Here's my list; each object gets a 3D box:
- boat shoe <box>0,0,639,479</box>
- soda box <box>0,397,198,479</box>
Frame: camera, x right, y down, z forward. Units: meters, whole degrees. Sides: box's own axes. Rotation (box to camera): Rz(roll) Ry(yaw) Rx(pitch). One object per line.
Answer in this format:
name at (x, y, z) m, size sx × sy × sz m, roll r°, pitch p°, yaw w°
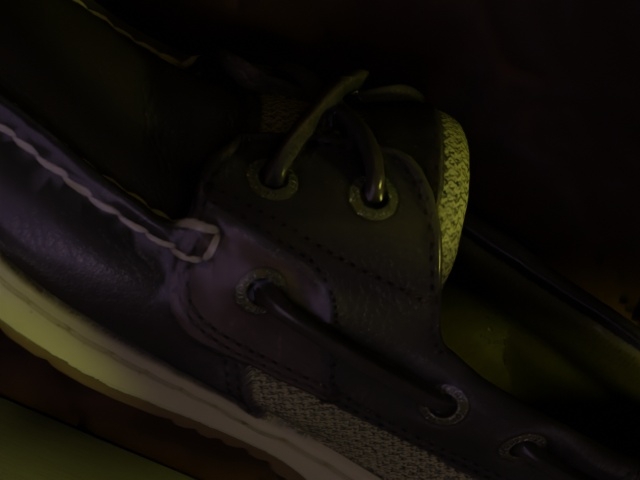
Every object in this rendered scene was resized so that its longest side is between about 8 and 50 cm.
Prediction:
boat shoe at (0.000, 0.001, 0.375) m, size 0.073 × 0.080 × 0.223 m, roll -39°, pitch 116°, yaw 24°
soda box at (-0.093, 0.094, 0.438) m, size 0.286 × 0.098 × 0.091 m, roll 24°, pitch 125°, yaw -7°
